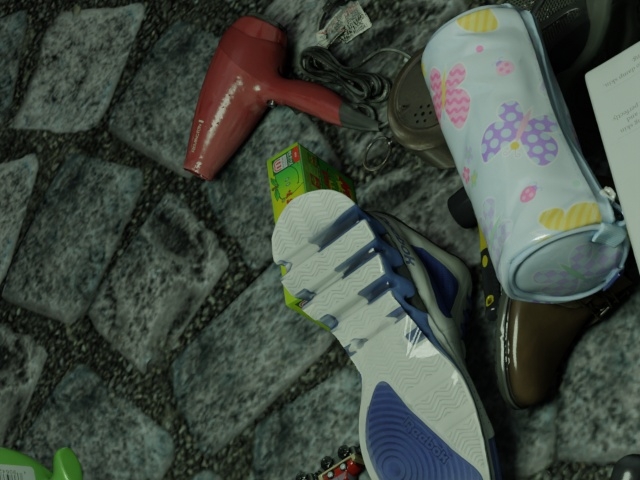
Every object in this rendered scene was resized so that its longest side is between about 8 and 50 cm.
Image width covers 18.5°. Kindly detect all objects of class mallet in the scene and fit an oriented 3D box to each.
[{"bbox_3d":[0.161,0.001,1.809,0.062,0.039,0.189,-39,30,18],"label":"mallet"}]

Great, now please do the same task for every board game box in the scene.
[{"bbox_3d":[0.000,0.000,1.950,0.043,0.092,0.181,-30,48,26],"label":"board game box"}]

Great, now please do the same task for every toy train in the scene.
[{"bbox_3d":[0.020,0.217,1.850,0.158,0.027,0.036,-34,57,23],"label":"toy train"}]

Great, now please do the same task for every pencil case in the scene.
[{"bbox_3d":[0.175,-0.077,1.696,0.124,0.113,0.273,-57,39,41],"label":"pencil case"}]

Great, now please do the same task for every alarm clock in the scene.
[{"bbox_3d":[0.112,-0.130,1.951,0.192,0.064,0.129,-38,45,25],"label":"alarm clock"}]

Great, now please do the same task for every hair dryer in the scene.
[{"bbox_3d":[-0.041,-0.166,2.102,0.293,0.080,0.223,-36,46,22],"label":"hair dryer"}]

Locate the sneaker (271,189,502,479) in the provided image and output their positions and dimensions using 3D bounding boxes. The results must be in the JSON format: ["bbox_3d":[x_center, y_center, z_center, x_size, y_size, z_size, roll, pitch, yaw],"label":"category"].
[{"bbox_3d":[0.094,0.092,1.786,0.127,0.182,0.315,-32,77,28],"label":"sneaker"}]

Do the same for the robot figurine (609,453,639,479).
[{"bbox_3d":[0.245,0.301,1.454,0.209,0.174,0.278,8,86,65],"label":"robot figurine"}]

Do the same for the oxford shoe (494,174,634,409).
[{"bbox_3d":[0.219,0.045,1.726,0.096,0.083,0.227,12,77,40],"label":"oxford shoe"}]

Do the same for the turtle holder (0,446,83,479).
[{"bbox_3d":[-0.330,0.375,1.964,0.227,0.243,0.320,-40,82,39],"label":"turtle holder"}]

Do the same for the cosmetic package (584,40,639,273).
[{"bbox_3d":[0.370,-0.013,1.564,0.217,0.156,0.385,-30,49,28],"label":"cosmetic package"}]

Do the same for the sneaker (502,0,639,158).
[{"bbox_3d":[0.224,-0.166,1.849,0.130,0.087,0.227,-3,62,46],"label":"sneaker"}]
